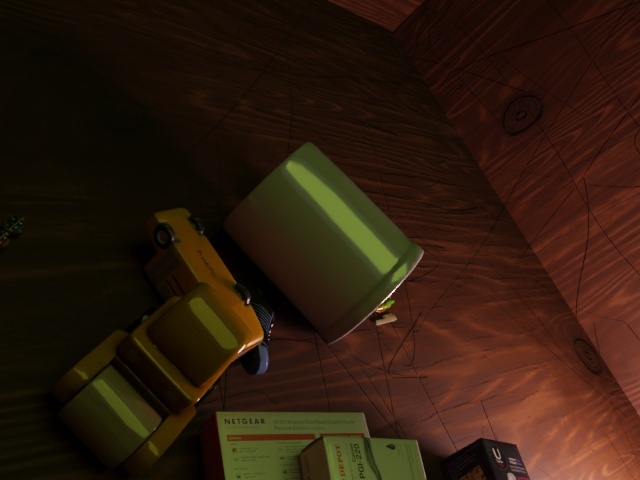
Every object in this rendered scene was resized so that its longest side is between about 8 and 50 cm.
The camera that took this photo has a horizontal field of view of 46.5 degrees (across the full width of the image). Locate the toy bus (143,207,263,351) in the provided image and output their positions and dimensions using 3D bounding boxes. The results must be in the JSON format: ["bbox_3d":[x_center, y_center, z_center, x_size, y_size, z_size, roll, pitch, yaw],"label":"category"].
[{"bbox_3d":[-0.253,0.097,1.538,0.333,0.130,0.108,55,31,9],"label":"toy bus"}]

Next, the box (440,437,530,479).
[{"bbox_3d":[0.433,0.644,1.823,0.165,0.143,0.270,22,39,-39],"label":"box"}]

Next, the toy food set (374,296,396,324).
[{"bbox_3d":[0.152,0.146,2.120,0.132,0.038,0.192,-8,62,-56],"label":"toy food set"}]

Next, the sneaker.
[{"bbox_3d":[-0.138,0.192,1.636,0.090,0.081,0.232,14,44,-38],"label":"sneaker"}]

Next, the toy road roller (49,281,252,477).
[{"bbox_3d":[-0.267,0.212,1.276,0.202,0.240,0.329,47,30,-4],"label":"toy road roller"}]

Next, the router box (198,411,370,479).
[{"bbox_3d":[-0.037,0.470,1.363,0.335,0.082,0.301,9,51,-32],"label":"router box"}]

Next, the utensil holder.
[{"bbox_3d":[0.000,0.000,1.800,0.385,0.327,0.327,46,30,-3],"label":"utensil holder"}]

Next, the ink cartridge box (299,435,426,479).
[{"bbox_3d":[0.084,0.444,1.346,0.218,0.092,0.158,10,51,-29],"label":"ink cartridge box"}]

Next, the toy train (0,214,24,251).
[{"bbox_3d":[-0.572,0.002,1.322,0.036,0.027,0.158,45,30,-16],"label":"toy train"}]
